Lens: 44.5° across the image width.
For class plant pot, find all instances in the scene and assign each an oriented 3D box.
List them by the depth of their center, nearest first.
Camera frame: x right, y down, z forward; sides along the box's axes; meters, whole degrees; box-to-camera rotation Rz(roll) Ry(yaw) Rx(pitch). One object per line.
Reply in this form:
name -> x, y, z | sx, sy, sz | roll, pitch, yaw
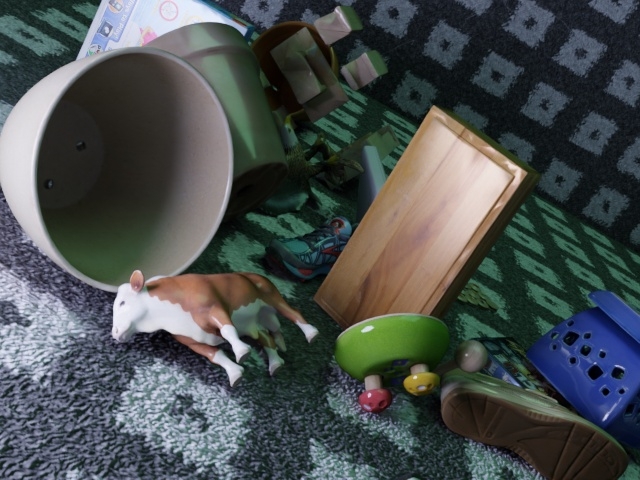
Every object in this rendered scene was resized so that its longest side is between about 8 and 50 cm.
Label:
plant pot -> -0.207, -0.198, 1.481 | 0.280, 0.323, 0.323 | 55, 27, 16
plant pot -> 0.587, 0.244, 1.527 | 0.236, 0.212, 0.236 | 25, 18, -39
plant pot -> -0.066, -0.480, 2.352 | 0.291, 0.291, 0.203 | 39, 5, 21

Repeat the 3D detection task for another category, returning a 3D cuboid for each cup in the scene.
cup -> -0.323, -0.111, 1.125 | 0.236, 0.331, 0.331 | 13, 6, 39

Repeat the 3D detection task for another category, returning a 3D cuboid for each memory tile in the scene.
memory tile -> 0.353, 0.125, 1.873 | 0.148, 0.012, 0.113 | 16, 25, -35

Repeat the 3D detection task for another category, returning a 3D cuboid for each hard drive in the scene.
hard drive -> 0.114, -0.064, 1.715 | 0.040, 0.203, 0.307 | 3, 24, -3

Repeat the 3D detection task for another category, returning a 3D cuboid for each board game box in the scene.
board game box -> 0.410, 0.285, 1.541 | 0.165, 0.042, 0.243 | 7, 31, -48
board game box -> -0.346, -0.401, 1.695 | 0.301, 0.308, 0.086 | 31, 19, -3

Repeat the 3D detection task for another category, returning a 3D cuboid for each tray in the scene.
tray -> 0.168, 0.002, 1.329 | 0.203, 0.411, 0.076 | 42, 24, 28

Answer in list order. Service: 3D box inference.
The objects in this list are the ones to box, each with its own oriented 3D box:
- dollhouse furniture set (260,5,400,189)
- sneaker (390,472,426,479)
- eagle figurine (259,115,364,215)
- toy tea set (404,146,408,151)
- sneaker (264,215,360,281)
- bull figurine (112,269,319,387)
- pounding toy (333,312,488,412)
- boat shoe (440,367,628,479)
dollhouse furniture set -> 0.025, -0.366, 2.091 | 0.394, 0.362, 0.256 | 59, 22, -5
sneaker -> 0.198, 0.378, 0.853 | 0.447, 0.169, 0.257 | 22, 24, -17
eagle figurine -> -0.094, -0.170, 1.752 | 0.298, 0.225, 0.226 | -17, 0, -26
toy tea set -> 0.244, -0.116, 1.726 | 0.200, 0.124, 0.336 | 33, -16, 7
sneaker -> 0.000, 0.000, 1.509 | 0.104, 0.125, 0.261 | 42, 23, 29
bull figurine -> -0.142, 0.110, 1.101 | 0.188, 0.101, 0.310 | 44, 26, 21
pounding toy -> 0.136, 0.209, 1.211 | 0.236, 0.183, 0.110 | 21, 48, -35
boat shoe -> 0.359, 0.304, 1.316 | 0.341, 0.122, 0.110 | 26, 22, -9
